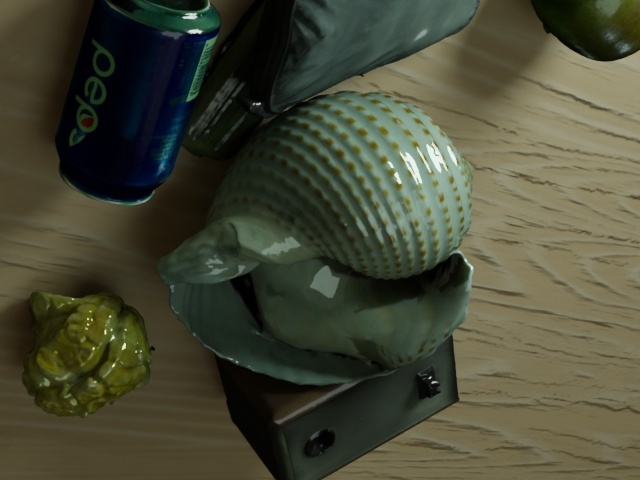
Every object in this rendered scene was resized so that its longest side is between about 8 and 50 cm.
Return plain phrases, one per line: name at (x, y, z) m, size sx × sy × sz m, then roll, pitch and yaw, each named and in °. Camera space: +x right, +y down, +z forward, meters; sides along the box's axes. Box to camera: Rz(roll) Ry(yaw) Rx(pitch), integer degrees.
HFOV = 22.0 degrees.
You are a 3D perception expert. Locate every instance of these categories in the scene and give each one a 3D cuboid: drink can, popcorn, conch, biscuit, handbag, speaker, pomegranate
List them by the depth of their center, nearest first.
drink can at (-0.171, -0.139, 1.511) m, size 0.118 × 0.118 × 0.205 m, roll -2°, pitch 125°, yaw -38°
handbag at (0.059, -0.236, 1.600) m, size 0.332 × 0.075 × 0.191 m, roll -30°, pitch 152°, yaw -37°
biscuit at (-0.032, -0.208, 1.626) m, size 0.322 × 0.038 × 0.099 m, roll -52°, pitch 142°, yaw 11°
popcorn at (-0.235, 0.118, 1.672) m, size 0.141 × 0.135 × 0.162 m, roll -54°, pitch 131°, yaw -20°
conch at (0.004, -0.010, 1.697) m, size 0.319 × 0.215 × 0.303 m, roll -7°, pitch 127°, yaw 6°
pomegranate at (0.309, -0.292, 1.769) m, size 0.152 × 0.131 × 0.191 m, roll 34°, pitch 78°, yaw -44°
speaker at (0.013, 0.143, 1.850) m, size 0.231 × 0.192 × 0.153 m, roll -27°, pitch 139°, yaw -16°
